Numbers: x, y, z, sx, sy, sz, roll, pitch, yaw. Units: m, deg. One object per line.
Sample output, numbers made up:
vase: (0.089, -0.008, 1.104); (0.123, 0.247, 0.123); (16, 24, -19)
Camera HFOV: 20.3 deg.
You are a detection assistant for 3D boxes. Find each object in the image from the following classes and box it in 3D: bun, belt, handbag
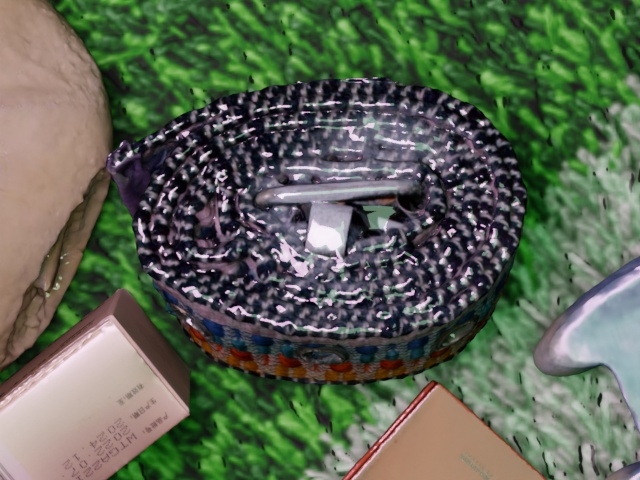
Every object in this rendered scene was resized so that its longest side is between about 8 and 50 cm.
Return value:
bun: (-0.333, -0.051, 1.295); (0.364, 0.202, 0.364); (0, 89, 1)
belt: (0.000, 0.000, 1.317); (0.295, 0.160, 0.206); (-8, 73, -2)
handbag: (0.072, 0.219, 1.374); (0.127, 0.063, 0.190); (43, 88, -2)

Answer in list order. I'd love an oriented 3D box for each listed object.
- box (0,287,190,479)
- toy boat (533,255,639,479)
box: (-0.202, 0.142, 1.314); (0.212, 0.168, 0.095); (-39, 95, 0)
toy boat: (0.339, 0.086, 1.363); (0.330, 0.123, 0.215); (-27, 83, 11)
